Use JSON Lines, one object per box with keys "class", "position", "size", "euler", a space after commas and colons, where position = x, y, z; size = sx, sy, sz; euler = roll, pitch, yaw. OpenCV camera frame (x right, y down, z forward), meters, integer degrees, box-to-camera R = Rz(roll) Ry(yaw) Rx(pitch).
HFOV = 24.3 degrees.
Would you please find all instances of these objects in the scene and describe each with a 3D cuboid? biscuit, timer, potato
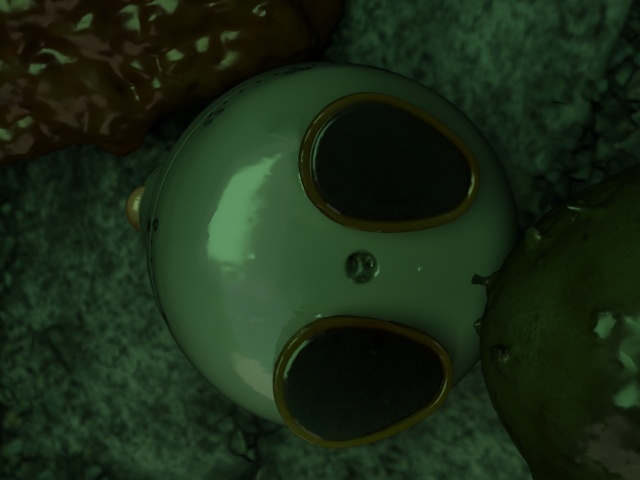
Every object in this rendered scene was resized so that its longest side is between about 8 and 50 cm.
{"class": "biscuit", "position": [-0.168, -0.200, 0.931], "size": [0.318, 0.110, 0.312], "euler": [-15, 124, 7]}
{"class": "timer", "position": [0.000, 0.000, 0.943], "size": [0.234, 0.240, 0.233], "euler": [-2, 100, -13]}
{"class": "potato", "position": [0.275, 0.061, 0.824], "size": [0.359, 0.219, 0.269], "euler": [-18, 118, 7]}
